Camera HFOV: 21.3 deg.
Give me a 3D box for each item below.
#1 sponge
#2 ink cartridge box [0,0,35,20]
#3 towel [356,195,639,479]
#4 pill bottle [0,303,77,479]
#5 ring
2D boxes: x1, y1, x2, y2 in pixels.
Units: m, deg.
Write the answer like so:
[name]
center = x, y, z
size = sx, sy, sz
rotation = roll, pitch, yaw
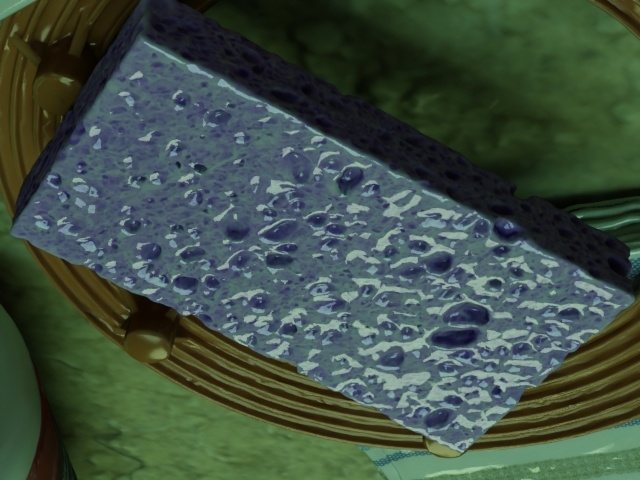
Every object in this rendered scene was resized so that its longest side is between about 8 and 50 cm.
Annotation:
[sponge]
center = 0.000, 0.000, 0.637
size = 0.210, 0.031, 0.117
rotation = 27, 132, -18
[ink cartridge box]
center = -0.171, -0.173, 0.441
size = 0.201, 0.117, 0.278
rotation = -22, 136, 33
[towel]
center = 0.112, 0.077, 0.823
size = 0.209, 0.034, 0.285
rotation = -11, 143, 19
[pill bottle]
center = -0.203, 0.163, 0.867
size = 0.176, 0.176, 0.318
rotation = 2, 145, 6
[ring]
center = 0.035, -0.017, 0.658
size = 0.336, 0.032, 0.336
rotation = 5, 135, 5
